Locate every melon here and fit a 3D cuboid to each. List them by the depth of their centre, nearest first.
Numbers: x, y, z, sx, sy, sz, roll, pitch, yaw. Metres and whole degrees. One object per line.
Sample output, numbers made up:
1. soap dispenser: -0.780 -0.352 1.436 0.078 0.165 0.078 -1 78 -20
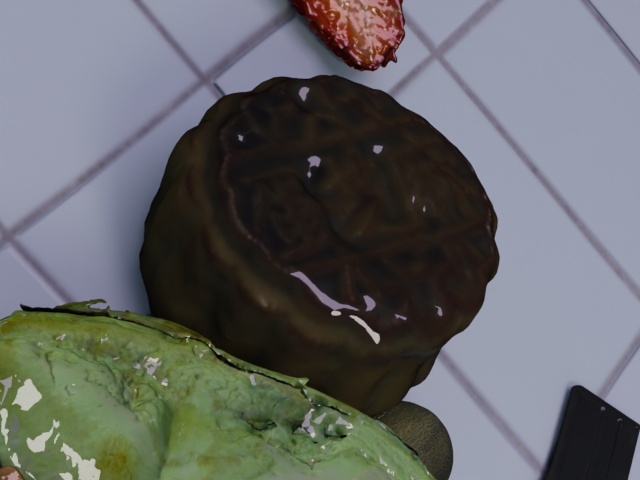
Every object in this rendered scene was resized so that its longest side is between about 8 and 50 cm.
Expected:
1. melon: 0.055 0.191 0.985 0.131 0.098 0.098 -32 90 -35

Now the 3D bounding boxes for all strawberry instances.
1. strawberry: 0.011 -0.249 1.152 0.121 0.082 0.188 -23 94 -16

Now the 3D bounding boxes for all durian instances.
1. durian: -0.095 0.171 0.837 0.394 0.198 0.163 29 52 -3

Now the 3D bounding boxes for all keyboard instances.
1. keyboard: 0.228 0.314 1.085 0.103 0.041 0.381 34 51 -15

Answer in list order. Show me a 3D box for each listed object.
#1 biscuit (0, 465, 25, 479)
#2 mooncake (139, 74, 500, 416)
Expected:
1. biscuit: -0.256 0.238 0.784 0.184 0.027 0.133 -19 84 -13
2. mooncake: 0.000 0.000 0.962 0.290 0.161 0.290 15 52 -19
